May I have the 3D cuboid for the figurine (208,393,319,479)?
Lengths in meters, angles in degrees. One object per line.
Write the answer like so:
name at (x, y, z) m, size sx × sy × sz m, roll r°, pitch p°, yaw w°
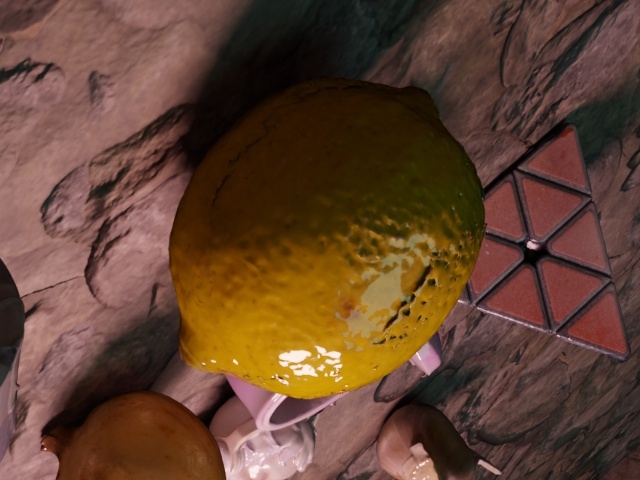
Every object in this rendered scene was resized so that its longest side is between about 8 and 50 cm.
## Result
figurine at (-0.086, 0.260, 1.541) m, size 0.237 × 0.141 × 0.162 m, roll -45°, pitch 158°, yaw -3°

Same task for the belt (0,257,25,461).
belt at (-0.346, 0.105, 0.809) m, size 0.347 × 0.212 × 0.117 m, roll -22°, pitch 145°, yaw -35°

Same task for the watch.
watch at (0.000, 0.103, 1.404) m, size 0.217 × 0.211 × 0.248 m, roll -36°, pitch 163°, yaw -2°

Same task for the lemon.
lemon at (0.000, 0.000, 1.156) m, size 0.310 × 0.258 × 0.258 m, roll -48°, pitch 156°, yaw -9°

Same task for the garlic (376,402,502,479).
garlic at (0.176, 0.314, 2.033) m, size 0.128 × 0.148 × 0.267 m, roll -25°, pitch 169°, yaw 33°

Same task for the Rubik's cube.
Rubik's cube at (0.256, 0.024, 1.729) m, size 0.233 × 0.229 × 0.228 m, roll 57°, pitch 31°, yaw -30°

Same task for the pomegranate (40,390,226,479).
pomegranate at (-0.186, 0.236, 1.324) m, size 0.196 × 0.196 × 0.196 m, roll -36°, pitch 154°, yaw -21°
